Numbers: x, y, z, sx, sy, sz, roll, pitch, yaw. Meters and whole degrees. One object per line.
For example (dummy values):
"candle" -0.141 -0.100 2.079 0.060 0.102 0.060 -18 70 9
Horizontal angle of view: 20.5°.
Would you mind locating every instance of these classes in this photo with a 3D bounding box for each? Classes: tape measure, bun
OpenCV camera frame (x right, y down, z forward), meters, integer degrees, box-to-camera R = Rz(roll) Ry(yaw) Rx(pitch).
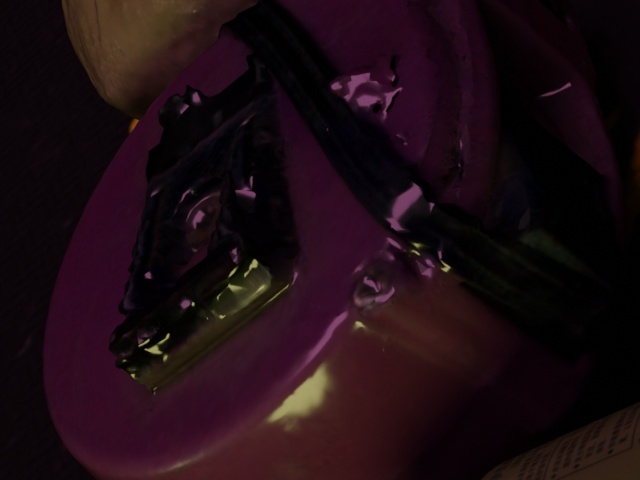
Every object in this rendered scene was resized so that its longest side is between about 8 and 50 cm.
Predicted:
"tape measure" 0.000 0.000 0.678 0.231 0.149 0.245 -38 38 22
"bun" -0.050 -0.154 0.834 0.222 0.127 0.222 -48 9 11

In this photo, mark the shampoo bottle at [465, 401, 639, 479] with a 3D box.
"shampoo bottle" 0.092 0.105 0.530 0.283 0.101 0.101 -29 43 32
